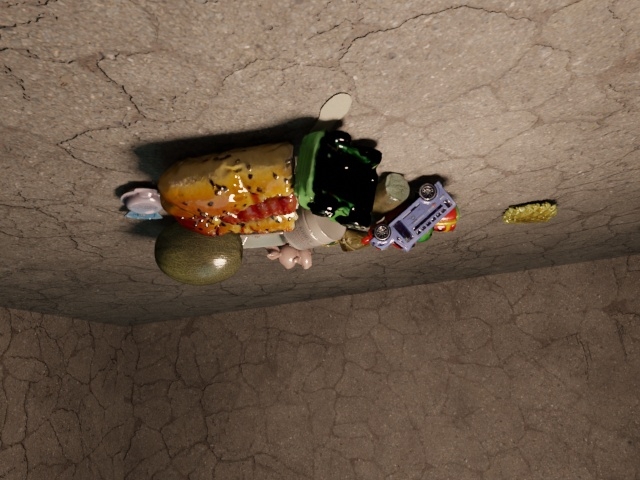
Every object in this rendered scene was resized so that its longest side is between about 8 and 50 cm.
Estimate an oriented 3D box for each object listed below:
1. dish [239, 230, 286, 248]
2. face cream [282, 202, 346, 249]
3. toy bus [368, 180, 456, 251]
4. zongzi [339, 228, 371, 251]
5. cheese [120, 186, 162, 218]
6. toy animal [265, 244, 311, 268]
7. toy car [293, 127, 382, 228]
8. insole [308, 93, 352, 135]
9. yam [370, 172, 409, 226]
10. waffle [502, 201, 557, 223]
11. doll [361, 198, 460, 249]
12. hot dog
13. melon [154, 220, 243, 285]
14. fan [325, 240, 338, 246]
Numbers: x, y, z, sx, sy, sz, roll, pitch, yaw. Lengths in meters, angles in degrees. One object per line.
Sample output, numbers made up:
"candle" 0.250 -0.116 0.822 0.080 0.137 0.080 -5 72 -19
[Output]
"dish" -0.248 -0.023 1.830 0.233 0.065 0.154 -5 164 -7
"face cream" -0.024 -0.066 1.572 0.152 0.178 0.177 -19 160 36
"toy bus" 0.297 -0.061 1.578 0.292 0.133 0.125 -41 178 0
"zongzi" 0.163 -0.013 1.989 0.177 0.082 0.189 -7 165 5
"cheese" -0.533 -0.109 1.454 0.135 0.052 0.244 3 162 -21
"toy animal" -0.145 0.067 2.102 0.212 0.125 0.124 3 162 -10
"toy car" 0.043 -0.151 1.272 0.176 0.214 0.358 7 175 36
"insole" 0.022 -0.291 1.137 0.065 0.004 0.197 0 162 -21
"yam" 0.197 -0.126 1.589 0.106 0.106 0.259 0 162 -22
"waffle" 0.867 -0.109 1.992 0.213 0.054 0.208 -4 168 13
"doll" 0.315 -0.058 1.731 0.362 0.160 0.183 -21 163 -6
"hot dog" -0.242 -0.123 1.294 0.364 0.196 0.367 -3 161 0
"melon" -0.423 0.039 1.665 0.301 0.238 0.237 1 163 -1
"fan" 0.000 0.000 2.050 0.154 0.039 0.082 -6 164 4
